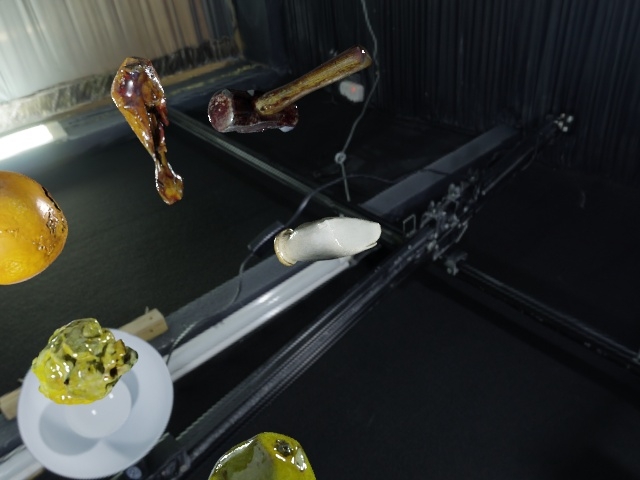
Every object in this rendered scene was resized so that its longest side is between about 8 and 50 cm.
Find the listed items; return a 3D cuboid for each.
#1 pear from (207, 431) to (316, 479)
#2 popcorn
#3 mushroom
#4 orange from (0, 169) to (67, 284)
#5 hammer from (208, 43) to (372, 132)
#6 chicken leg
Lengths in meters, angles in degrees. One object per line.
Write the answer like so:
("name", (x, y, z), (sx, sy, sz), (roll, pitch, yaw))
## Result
("pear", (-0.136, 0.587, 1.144), (0.269, 0.321, 0.269), (13, -169, -3))
("popcorn", (-0.620, 0.332, 1.362), (0.266, 0.233, 0.192), (-15, -156, 3))
("mushroom", (-0.005, 0.001, 1.663), (0.154, 0.138, 0.407), (-11, 178, -44))
("orange", (-0.682, -0.027, 1.109), (0.246, 0.246, 0.246), (-4, -143, 3))
("hammer", (-0.051, -0.353, 1.192), (0.408, 0.095, 0.242), (-16, 178, 40))
("chicken leg", (-0.352, -0.220, 1.071), (0.093, 0.304, 0.113), (-3, -159, 18))
